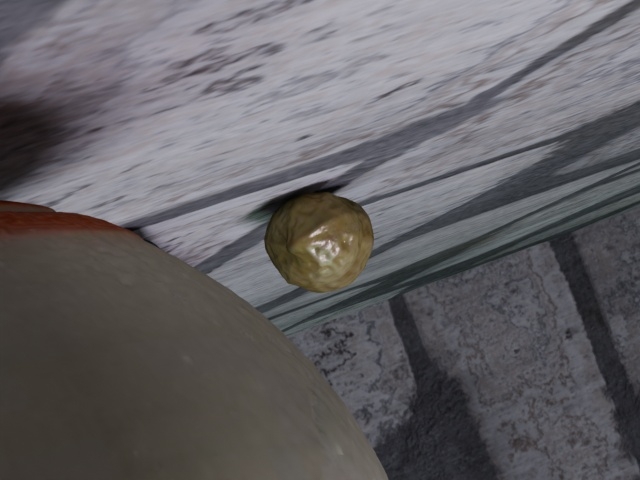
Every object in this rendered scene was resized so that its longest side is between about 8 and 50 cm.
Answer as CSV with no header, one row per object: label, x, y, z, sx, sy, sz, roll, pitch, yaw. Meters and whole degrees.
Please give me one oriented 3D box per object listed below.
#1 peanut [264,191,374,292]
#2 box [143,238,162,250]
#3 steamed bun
peanut,0.000,0.000,0.972,0.054,0.054,0.113,-21,175,2
box,-0.223,0.143,0.971,0.396,0.111,0.396,-23,166,1
steamed bun,-0.120,0.081,0.504,0.283,0.177,0.283,-13,172,-2
